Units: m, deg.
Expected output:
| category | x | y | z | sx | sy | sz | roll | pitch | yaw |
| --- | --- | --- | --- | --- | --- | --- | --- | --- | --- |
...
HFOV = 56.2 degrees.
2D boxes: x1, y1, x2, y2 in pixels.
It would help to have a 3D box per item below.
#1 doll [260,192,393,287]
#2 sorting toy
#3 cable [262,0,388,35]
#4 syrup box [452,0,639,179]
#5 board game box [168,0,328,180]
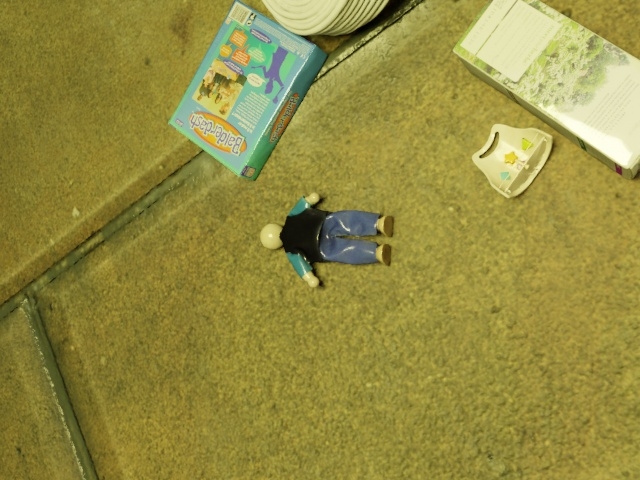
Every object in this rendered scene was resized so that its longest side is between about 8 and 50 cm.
| category | x | y | z | sx | sy | sz | roll | pitch | yaw |
| --- | --- | --- | --- | --- | --- | --- | --- | --- | --- |
| doll | 0.000 | 0.000 | 0.809 | 0.189 | 0.046 | 0.129 | 4 | 88 | 25 |
| sorting toy | 0.223 | -0.101 | 0.715 | 0.075 | 0.045 | 0.083 | 40 | 104 | 29 |
| cable | -0.004 | -0.390 | 0.748 | 0.257 | 0.089 | 0.257 | 14 | 117 | 53 |
| syrup box | 0.273 | -0.175 | 0.662 | 0.237 | 0.096 | 0.093 | 42 | 106 | 21 |
| board game box | -0.110 | -0.218 | 0.873 | 0.160 | 0.047 | 0.210 | 38 | 102 | 22 |
